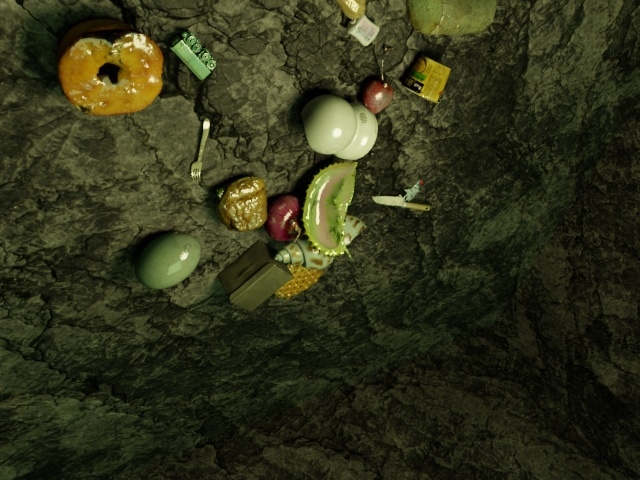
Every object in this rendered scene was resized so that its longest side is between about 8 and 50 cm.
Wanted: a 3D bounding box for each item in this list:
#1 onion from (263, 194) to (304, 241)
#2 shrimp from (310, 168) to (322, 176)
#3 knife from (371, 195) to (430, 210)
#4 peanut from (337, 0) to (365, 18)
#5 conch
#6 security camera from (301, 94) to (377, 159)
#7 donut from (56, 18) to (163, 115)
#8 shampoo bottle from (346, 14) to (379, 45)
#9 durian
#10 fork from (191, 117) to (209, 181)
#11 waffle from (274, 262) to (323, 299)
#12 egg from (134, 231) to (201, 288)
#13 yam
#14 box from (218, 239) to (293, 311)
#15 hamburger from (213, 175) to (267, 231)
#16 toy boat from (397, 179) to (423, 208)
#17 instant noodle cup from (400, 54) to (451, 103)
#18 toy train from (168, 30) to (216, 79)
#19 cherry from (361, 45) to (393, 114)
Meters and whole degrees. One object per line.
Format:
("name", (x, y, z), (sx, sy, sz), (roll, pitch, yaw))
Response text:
("onion", (-0.126, -0.083, 2.027), (0.177, 0.153, 0.177), (-8, 99, -56))
("shrimp", (0.023, -0.204, 2.089), (0.219, 0.046, 0.152), (11, 123, -46))
("knife", (0.346, -0.164, 2.371), (0.297, 0.017, 0.047), (6, 123, -22))
("peanut", (0.073, -0.686, 1.524), (0.080, 0.080, 0.174), (-39, 143, 8))
("conch", (0.001, 0.000, 2.146), (0.197, 0.249, 0.368), (49, 65, -16))
("security camera", (0.046, -0.369, 1.777), (0.236, 0.194, 0.194), (6, 129, -48))
("donut", (-0.508, -0.416, 1.343), (0.253, 0.118, 0.253), (-19, 141, -16))
("shampoo bottle", (0.123, -0.635, 1.652), (0.099, 0.043, 0.072), (18, 120, -48))
("durian", (0.032, -0.108, 1.974), (0.157, 0.169, 0.356), (0, 95, -50))
("fork", (-0.371, -0.279, 1.705), (0.034, 0.028, 0.219), (-2, 131, -27))
("waffle", (-0.104, 0.166, 2.429), (0.254, 0.052, 0.245), (-34, 147, -1))
("egg", (-0.514, 0.066, 1.870), (0.236, 0.169, 0.169), (-39, 146, -3))
("yam", (0.407, -0.711, 1.696), (0.268, 0.161, 0.161), (-14, 141, -30))
("box", (-0.258, 0.140, 2.184), (0.231, 0.149, 0.155), (-41, 145, 9))
("hamburger", (-0.262, -0.119, 1.892), (0.183, 0.130, 0.206), (-23, 142, -19))
("toy boat", (0.389, -0.197, 2.416), (0.149, 0.034, 0.105), (-39, 144, -14))
("instant noodle cup", (0.362, -0.550, 1.874), (0.151, 0.151, 0.122), (2, 120, -41))
("toy train", (-0.333, -0.490, 1.464), (0.071, 0.038, 0.148), (-36, 146, 8))
("cherry", (0.205, -0.521, 1.825), (0.107, 0.090, 0.225), (8, 120, -29))
